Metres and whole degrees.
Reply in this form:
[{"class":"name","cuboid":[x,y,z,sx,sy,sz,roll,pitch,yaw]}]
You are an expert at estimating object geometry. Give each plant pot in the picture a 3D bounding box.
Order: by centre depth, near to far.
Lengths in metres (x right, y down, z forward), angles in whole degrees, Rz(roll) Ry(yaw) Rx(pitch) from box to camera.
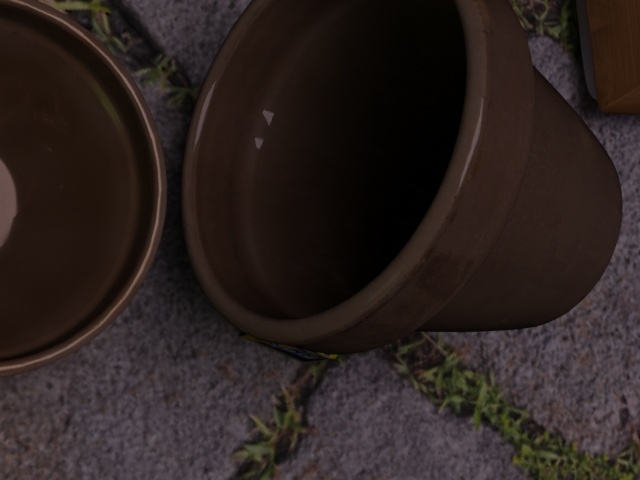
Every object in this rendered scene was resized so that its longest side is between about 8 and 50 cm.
[{"class":"plant pot","cuboid":[-0.224,-0.030,0.879,0.237,0.109,0.237,4,81,-26]},{"class":"plant pot","cuboid":[0.076,-0.038,0.915,0.229,0.263,0.263,21,73,-40]}]

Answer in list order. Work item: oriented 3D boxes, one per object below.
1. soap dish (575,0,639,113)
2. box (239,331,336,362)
[{"class":"soap dish","cuboid":[0.327,-0.254,1.191,0.228,0.118,0.291,-2,83,-27]},{"class":"box","cuboid":[0.000,0.000,1.022,0.059,0.054,0.169,24,73,-22]}]
